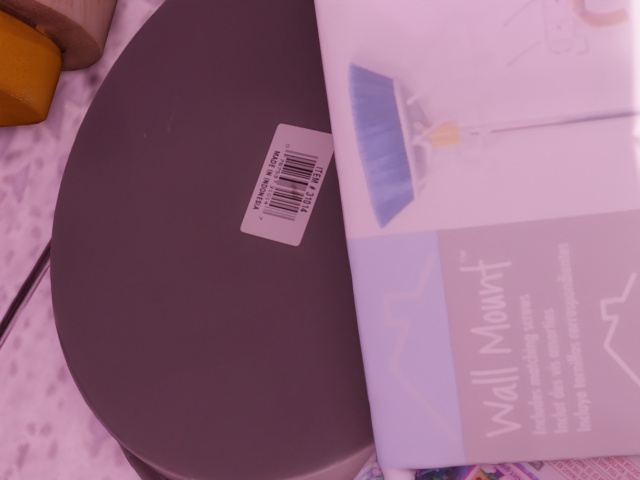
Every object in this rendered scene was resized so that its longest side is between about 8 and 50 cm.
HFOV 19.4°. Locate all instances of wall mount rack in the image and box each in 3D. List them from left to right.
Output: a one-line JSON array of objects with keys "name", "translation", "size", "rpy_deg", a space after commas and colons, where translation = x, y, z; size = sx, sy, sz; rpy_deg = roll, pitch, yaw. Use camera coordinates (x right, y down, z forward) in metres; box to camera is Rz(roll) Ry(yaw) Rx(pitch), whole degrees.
[{"name": "wall mount rack", "translation": [0.000, 0.000, 0.607], "size": [0.304, 0.130, 0.350], "rpy_deg": [-6, 93, 20]}]

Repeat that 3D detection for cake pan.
[{"name": "cake pan", "translation": [-0.003, -0.015, 0.797], "size": [0.293, 0.054, 0.293], "rpy_deg": [-14, 65, 31]}]

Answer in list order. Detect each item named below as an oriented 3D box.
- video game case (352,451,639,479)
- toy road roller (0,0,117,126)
[{"name": "video game case", "translation": [0.087, 0.115, 0.671], "size": [0.157, 0.019, 0.143], "rpy_deg": [39, 98, 19]}, {"name": "toy road roller", "translation": [-0.267, -0.187, 0.934], "size": [0.329, 0.240, 0.202], "rpy_deg": [2, 71, 36]}]
